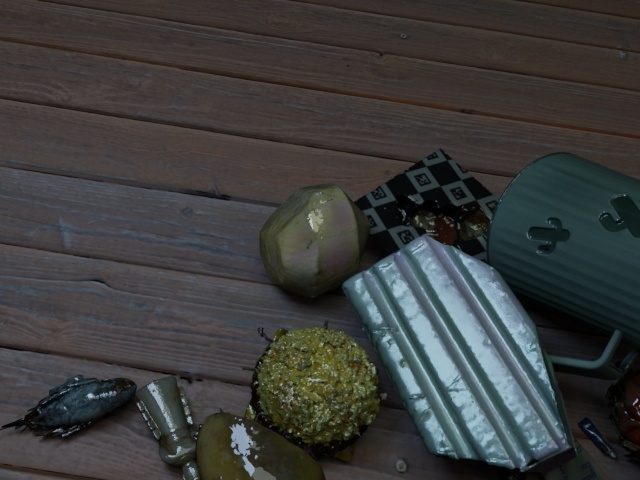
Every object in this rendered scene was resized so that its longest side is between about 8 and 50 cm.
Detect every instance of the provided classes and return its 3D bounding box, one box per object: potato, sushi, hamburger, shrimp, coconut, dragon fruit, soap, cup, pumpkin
[{"bbox_3d":[-0.102,0.372,0.983,0.243,0.098,0.138,26,45,1],"label":"potato"},{"bbox_3d":[0.266,-0.023,1.423,0.339,0.068,0.320,-34,70,-30],"label":"sushi"},{"bbox_3d":[-0.014,0.250,1.104,0.262,0.138,0.243,13,51,3],"label":"hamburger"},{"bbox_3d":[-0.431,0.283,1.072,0.233,0.079,0.090,-15,92,-12],"label":"shrimp"},{"bbox_3d":[0.000,0.000,1.265,0.237,0.237,0.197,-17,59,-20],"label":"coconut"},{"bbox_3d":[0.598,0.315,1.104,0.189,0.182,0.182,24,52,15],"label":"dragon fruit"},{"bbox_3d":[0.252,0.205,1.112,0.261,0.156,0.446,-31,56,4],"label":"soap"},{"bbox_3d":[0.536,0.067,1.179,0.310,0.400,0.392,-2,21,-28],"label":"cup"},{"bbox_3d":[0.335,0.403,1.091,0.050,0.028,0.083,8,54,-2],"label":"pumpkin"}]

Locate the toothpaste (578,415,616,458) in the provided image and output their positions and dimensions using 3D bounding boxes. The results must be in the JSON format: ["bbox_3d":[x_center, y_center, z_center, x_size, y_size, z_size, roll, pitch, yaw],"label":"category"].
[{"bbox_3d":[0.510,0.362,1.152,0.027,0.019,0.083,-30,54,-8],"label":"toothpaste"}]

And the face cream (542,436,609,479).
[{"bbox_3d":[0.441,0.407,1.085,0.114,0.070,0.224,-21,65,-22],"label":"face cream"}]

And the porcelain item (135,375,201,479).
[{"bbox_3d":[-0.238,0.336,1.058,0.084,0.054,0.213,-21,60,-23],"label":"porcelain item"}]
